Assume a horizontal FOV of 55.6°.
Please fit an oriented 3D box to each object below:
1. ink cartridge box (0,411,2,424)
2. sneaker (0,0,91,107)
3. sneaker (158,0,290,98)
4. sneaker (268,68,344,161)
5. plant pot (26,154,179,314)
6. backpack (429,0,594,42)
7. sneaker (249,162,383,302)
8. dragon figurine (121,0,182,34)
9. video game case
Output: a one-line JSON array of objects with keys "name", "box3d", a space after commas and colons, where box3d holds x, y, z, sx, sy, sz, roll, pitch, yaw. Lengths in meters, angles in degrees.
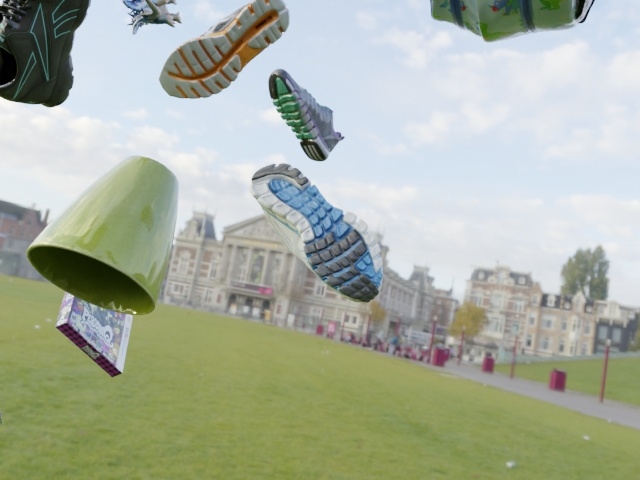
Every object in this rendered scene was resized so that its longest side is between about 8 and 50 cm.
[{"name": "ink cartridge box", "box3d": [-0.796, 0.362, 1.326, 0.181, 0.061, 0.104, 27, -45, 3]}, {"name": "sneaker", "box3d": [-0.396, -0.313, 0.850, 0.101, 0.267, 0.106, 33, 27, 29]}, {"name": "sneaker", "box3d": [-0.141, -0.282, 0.895, 0.084, 0.215, 0.083, 58, 0, -28]}, {"name": "sneaker", "box3d": [-0.028, -0.282, 1.302, 0.083, 0.098, 0.223, 12, -39, 47]}, {"name": "plant pot", "box3d": [-0.428, -0.033, 1.314, 0.275, 0.293, 0.274, 14, -30, 8]}, {"name": "backpack", "box3d": [0.226, -0.413, 0.691, 0.274, 0.290, 0.355, -14, -60, 31]}, {"name": "sneaker", "box3d": [0.000, 0.000, 0.635, 0.190, 0.071, 0.082, 49, -18, 32]}, {"name": "dragon figurine", "box3d": [-0.424, -0.546, 1.459, 0.144, 0.085, 0.289, -9, 25, 3]}, {"name": "video game case", "box3d": [-0.592, 0.215, 1.609, 0.042, 0.210, 0.232, -22, -51, 10]}]
